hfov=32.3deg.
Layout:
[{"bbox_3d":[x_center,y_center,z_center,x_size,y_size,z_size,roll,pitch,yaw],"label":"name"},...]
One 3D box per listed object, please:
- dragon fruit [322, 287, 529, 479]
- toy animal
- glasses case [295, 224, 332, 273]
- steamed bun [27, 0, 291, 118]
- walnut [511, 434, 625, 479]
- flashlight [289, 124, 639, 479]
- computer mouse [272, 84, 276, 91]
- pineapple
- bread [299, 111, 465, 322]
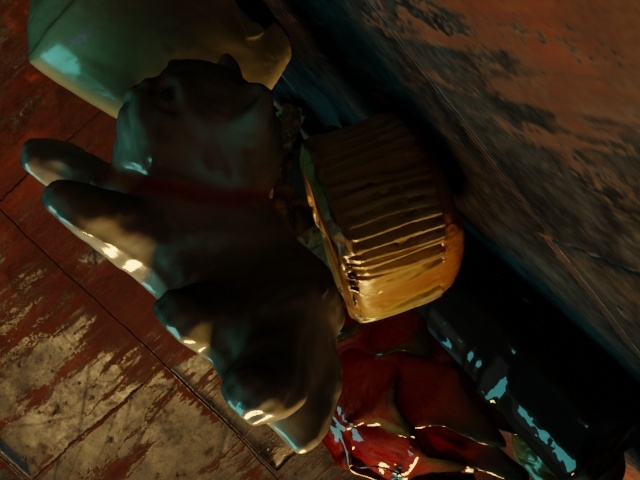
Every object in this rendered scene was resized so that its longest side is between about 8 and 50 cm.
[{"bbox_3d":[0.087,0.151,1.088,0.274,0.193,0.192,46,-172,5],"label":"dragon fruit"},{"bbox_3d":[-0.061,-0.006,0.840,0.266,0.188,0.308,50,176,-25],"label":"toy animal"},{"bbox_3d":[0.083,0.088,1.301,0.425,0.156,0.098,53,-162,-58],"label":"glasses case"},{"bbox_3d":[-0.131,-0.196,0.994,0.225,0.170,0.200,32,-144,-26],"label":"steamed bun"},{"bbox_3d":[0.248,0.204,1.106,0.124,0.105,0.105,38,172,29],"label":"walnut"},{"bbox_3d":[0.118,0.042,1.002,0.424,0.103,0.103,48,177,32],"label":"flashlight"},{"bbox_3d":[-0.132,-0.210,1.266,0.147,0.088,0.264,46,174,-14],"label":"computer mouse"},{"bbox_3d":[-0.025,-0.083,1.261,0.140,0.164,0.250,18,-153,-19],"label":"pineapple"},{"bbox_3d":[0.050,-0.017,0.879,0.190,0.114,0.132,89,160,-66],"label":"bread"}]
